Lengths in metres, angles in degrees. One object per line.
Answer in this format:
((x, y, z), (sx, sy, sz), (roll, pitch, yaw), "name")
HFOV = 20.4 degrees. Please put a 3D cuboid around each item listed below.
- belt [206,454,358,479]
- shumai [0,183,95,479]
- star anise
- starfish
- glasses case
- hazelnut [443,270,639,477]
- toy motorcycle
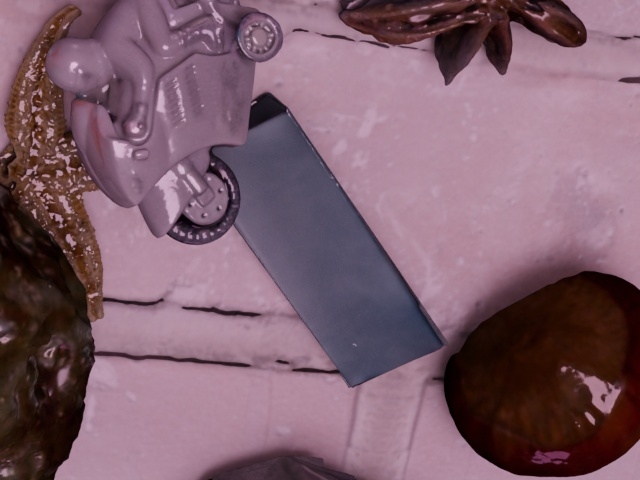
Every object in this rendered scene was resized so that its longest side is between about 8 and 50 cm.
((0.016, 0.310, 1.565), (0.289, 0.164, 0.184), (28, 108, -24), "belt")
((-0.348, 0.113, 1.276), (0.395, 0.348, 0.395), (-2, 105, -7), "shumai")
((0.130, -0.222, 1.455), (0.236, 0.093, 0.229), (-31, 120, 0), "star anise")
((-0.197, -0.057, 1.433), (0.138, 0.050, 0.247), (16, 106, -23), "starfish")
((0.000, 0.000, 1.518), (0.105, 0.056, 0.266), (-25, 117, 20), "glasses case")
((0.206, 0.123, 1.574), (0.202, 0.160, 0.170), (-17, 104, 30), "hazelnut")
((-0.128, -0.129, 1.370), (0.171, 0.110, 0.260), (4, 90, -26), "toy motorcycle")
